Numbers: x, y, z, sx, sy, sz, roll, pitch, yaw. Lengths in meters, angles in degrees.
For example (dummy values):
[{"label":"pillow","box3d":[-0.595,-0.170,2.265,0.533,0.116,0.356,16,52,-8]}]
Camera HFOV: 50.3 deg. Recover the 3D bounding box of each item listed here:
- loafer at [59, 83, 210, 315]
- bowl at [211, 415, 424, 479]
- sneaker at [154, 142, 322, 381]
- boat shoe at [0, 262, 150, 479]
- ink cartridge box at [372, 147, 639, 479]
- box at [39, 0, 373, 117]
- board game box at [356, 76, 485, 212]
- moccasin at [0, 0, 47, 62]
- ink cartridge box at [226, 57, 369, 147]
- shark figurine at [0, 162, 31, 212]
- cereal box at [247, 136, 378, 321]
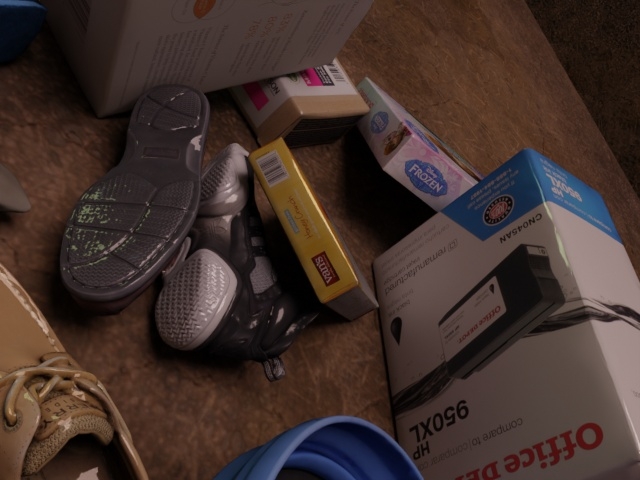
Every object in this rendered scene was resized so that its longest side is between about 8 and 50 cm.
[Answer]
[{"label":"loafer","box3d":[-0.167,-0.037,0.681,0.109,0.095,0.302,8,47,0]},{"label":"bowl","box3d":[0.018,0.327,0.479,0.391,0.077,0.391,43,37,-45]},{"label":"sneaker","box3d":[-0.079,0.023,0.727,0.153,0.101,0.268,36,38,-31]},{"label":"boat shoe","box3d":[-0.191,0.132,0.480,0.341,0.110,0.122,57,35,7]},{"label":"ink cartridge box","box3d":[0.232,0.135,0.808,0.166,0.285,0.394,25,42,-31]},{"label":"box","box3d":[-0.114,-0.302,0.780,0.345,0.215,0.168,-22,76,-33]},{"label":"board game box","box3d":[0.198,-0.105,1.090,0.318,0.066,0.318,34,17,-24]},{"label":"moccasin","box3d":[-0.392,-0.206,0.567,0.117,0.138,0.342,49,20,4]},{"label":"ink cartridge box","box3d":[-0.059,-0.256,1.005,0.193,0.088,0.234,-20,76,-55]},{"label":"shark figurine","box3d":[-0.352,-0.068,0.480,0.166,0.116,0.278,53,33,4]},{"label":"cereal box","box3d":[0.000,0.000,0.774,0.173,0.047,0.240,62,4,13]}]
